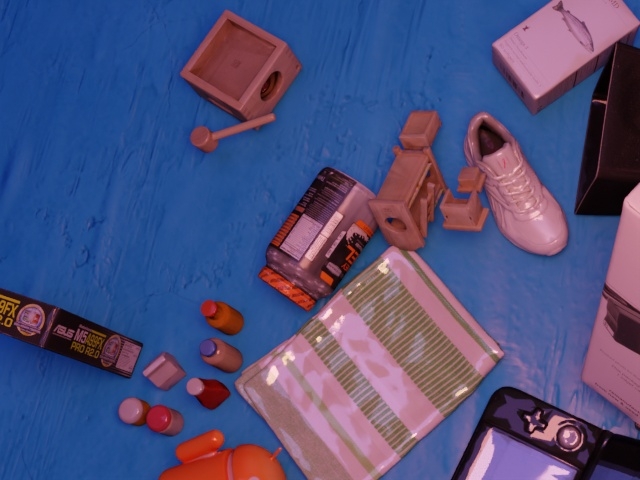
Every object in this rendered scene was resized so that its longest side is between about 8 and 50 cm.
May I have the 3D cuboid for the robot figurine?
[{"bbox_3d":[-0.139,0.353,1.547,0.219,0.128,0.158,-20,56,10],"label":"robot figurine"}]

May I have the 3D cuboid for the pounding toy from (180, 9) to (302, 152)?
[{"bbox_3d":[-0.122,-0.216,1.737,0.181,0.094,0.206,33,85,23],"label":"pounding toy"}]

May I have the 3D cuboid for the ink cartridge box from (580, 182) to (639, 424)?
[{"bbox_3d":[0.464,0.024,1.288,0.166,0.395,0.285,37,67,25],"label":"ink cartridge box"}]

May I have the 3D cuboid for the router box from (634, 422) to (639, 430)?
[{"bbox_3d":[0.513,0.223,1.438,0.179,0.046,0.133,28,83,22],"label":"router box"}]

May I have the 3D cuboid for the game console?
[{"bbox_3d":[0.264,0.346,1.405,0.250,0.173,0.293,24,81,22],"label":"game console"}]

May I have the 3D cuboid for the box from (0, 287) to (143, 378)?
[{"bbox_3d":[-0.409,0.121,1.624,0.216,0.270,0.060,17,80,21],"label":"box"}]

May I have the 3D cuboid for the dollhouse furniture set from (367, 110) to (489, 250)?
[{"bbox_3d":[0.183,-0.082,1.586,0.161,0.101,0.182,5,53,32],"label":"dollhouse furniture set"}]

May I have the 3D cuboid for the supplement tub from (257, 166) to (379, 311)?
[{"bbox_3d":[0.000,0.000,1.622,0.117,0.117,0.190,33,86,23],"label":"supplement tub"}]

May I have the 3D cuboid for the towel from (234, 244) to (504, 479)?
[{"bbox_3d":[0.067,0.183,1.589,0.325,0.038,0.248,-42,67,1],"label":"towel"}]

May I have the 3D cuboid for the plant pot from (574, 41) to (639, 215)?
[{"bbox_3d":[0.447,-0.133,1.505,0.167,0.187,0.188,9,76,6],"label":"plant pot"}]

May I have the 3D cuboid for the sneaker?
[{"bbox_3d":[0.262,-0.081,1.569,0.090,0.115,0.232,-34,67,4],"label":"sneaker"}]

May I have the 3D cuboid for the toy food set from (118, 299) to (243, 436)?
[{"bbox_3d":[-0.200,0.194,1.627,0.232,0.104,0.111,-40,67,2],"label":"toy food set"}]

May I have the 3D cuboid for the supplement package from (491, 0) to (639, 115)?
[{"bbox_3d":[0.346,-0.279,1.603,0.179,0.105,0.105,-36,78,3],"label":"supplement package"}]
